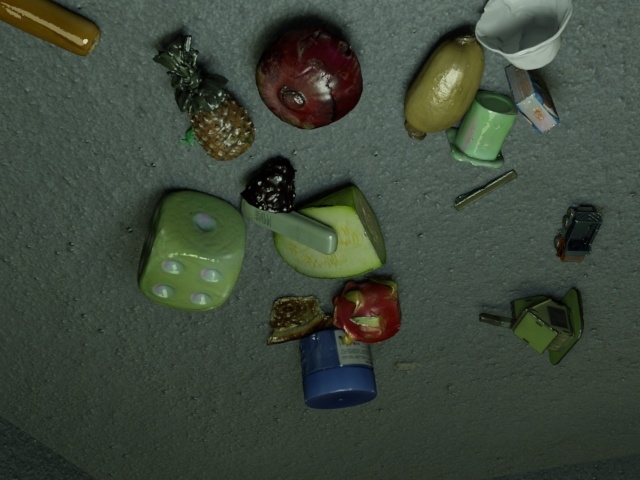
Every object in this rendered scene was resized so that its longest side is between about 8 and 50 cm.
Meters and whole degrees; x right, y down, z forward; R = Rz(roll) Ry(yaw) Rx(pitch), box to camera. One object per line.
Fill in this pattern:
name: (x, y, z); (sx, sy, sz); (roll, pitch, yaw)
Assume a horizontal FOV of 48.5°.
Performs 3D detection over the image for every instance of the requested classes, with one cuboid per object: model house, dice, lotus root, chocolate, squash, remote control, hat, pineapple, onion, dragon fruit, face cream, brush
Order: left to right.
dice: (-0.357, 0.029, 1.979); (0.251, 0.255, 0.250); (17, 135, -19)
pineapple: (-0.265, -0.336, 1.673); (0.170, 0.141, 0.310); (5, 139, 38)
chocolate: (-0.120, -0.157, 1.892); (0.156, 0.156, 0.133); (15, 109, -16)
remote control: (-0.090, -0.047, 1.947); (0.309, 0.038, 0.090); (24, 134, 21)
onion: (-0.028, -0.361, 1.604); (0.246, 0.190, 0.246); (14, 140, 12)
squash: (0.000, 0.000, 1.986); (0.308, 0.210, 0.234); (-22, 111, 16)
face cream: (0.057, 0.435, 2.416); (0.248, 0.225, 0.249); (-5, 153, -3)
dragon fruit: (0.147, 0.219, 2.232); (0.227, 0.224, 0.224); (1, 138, 2)
lotus root: (0.285, -0.348, 1.658); (0.146, 0.131, 0.303); (15, 136, -14)
brush: (0.453, -0.142, 1.965); (0.190, 0.028, 0.034); (-31, 133, 20)
model house: (0.666, 0.246, 2.276); (0.278, 0.205, 0.218); (15, 135, -5)
hat: (0.451, -0.450, 1.537); (0.203, 0.203, 0.126); (-21, 149, 22)

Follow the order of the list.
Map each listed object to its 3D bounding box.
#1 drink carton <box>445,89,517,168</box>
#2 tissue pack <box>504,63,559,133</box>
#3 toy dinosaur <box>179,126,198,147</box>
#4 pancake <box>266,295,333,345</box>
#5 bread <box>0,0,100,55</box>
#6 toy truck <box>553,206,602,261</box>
drink carton: (0.405, -0.278, 1.738); (0.144, 0.146, 0.142); (10, 128, -12)
tissue pack: (0.491, -0.338, 1.652); (0.065, 0.155, 0.115); (-34, 127, 29)
toy dinosaur: (-0.339, -0.271, 1.826); (0.062, 0.021, 0.083); (1, 140, 18)
pancake: (-0.068, 0.278, 2.396); (0.212, 0.056, 0.257); (8, 137, -9)
bread: (-0.604, -0.482, 1.558); (0.239, 0.074, 0.093); (23, 128, -23)
toy truck: (0.740, -0.018, 2.046); (0.083, 0.092, 0.192); (1, 138, -3)
